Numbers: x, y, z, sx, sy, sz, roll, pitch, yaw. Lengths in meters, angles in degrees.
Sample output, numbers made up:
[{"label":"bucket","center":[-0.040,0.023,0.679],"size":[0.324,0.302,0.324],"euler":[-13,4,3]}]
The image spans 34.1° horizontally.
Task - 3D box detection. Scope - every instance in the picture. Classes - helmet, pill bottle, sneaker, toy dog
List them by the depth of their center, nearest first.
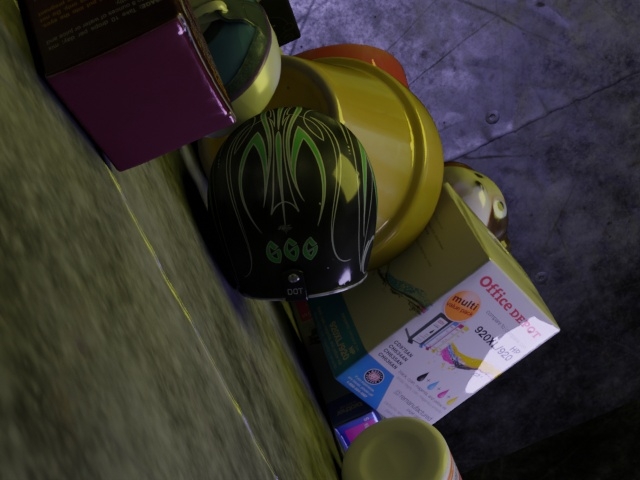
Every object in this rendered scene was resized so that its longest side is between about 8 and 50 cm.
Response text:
[{"label":"helmet","center":[-0.025,-0.038,0.939],"size":[0.169,0.169,0.162],"euler":[-105,-172,-79]},{"label":"sneaker","center":[-0.157,-0.271,1.009],"size":[0.236,0.130,0.323],"euler":[47,23,-42]},{"label":"pill bottle","center":[0.109,0.305,1.173],"size":[0.121,0.121,0.216],"euler":[-112,178,-49]},{"label":"toy dog","center":[0.162,0.004,1.984],"size":[0.395,0.408,0.285],"euler":[64,4,-54]}]

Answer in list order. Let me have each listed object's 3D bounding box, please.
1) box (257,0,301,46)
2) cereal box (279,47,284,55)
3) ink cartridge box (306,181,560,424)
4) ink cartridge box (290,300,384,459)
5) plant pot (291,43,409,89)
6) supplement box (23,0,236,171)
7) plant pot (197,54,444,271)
[{"label":"box","center":[-0.145,-0.353,1.353],"size":[0.270,0.165,0.143],"euler":[64,3,-67]},{"label":"cereal box","center":[-0.115,-0.252,1.544],"size":[0.240,0.047,0.173],"euler":[66,-34,23]},{"label":"ink cartridge box","center":[0.134,0.086,1.280],"size":[0.171,0.232,0.168],"euler":[42,16,-35]},{"label":"ink cartridge box","center":[0.043,0.216,1.381],"size":[0.311,0.065,0.186],"euler":[-109,175,-51]},{"label":"plant pot","center":[0.027,-0.085,1.410],"size":[0.275,0.275,0.243],"euler":[63,6,-64]},{"label":"supplement box","center":[-0.127,-0.151,0.622],"size":[0.104,0.080,0.188],"euler":[64,2,-60]},{"label":"plant pot","center":[-0.013,-0.097,1.171],"size":[0.239,0.254,0.254],"euler":[18,46,-66]}]
